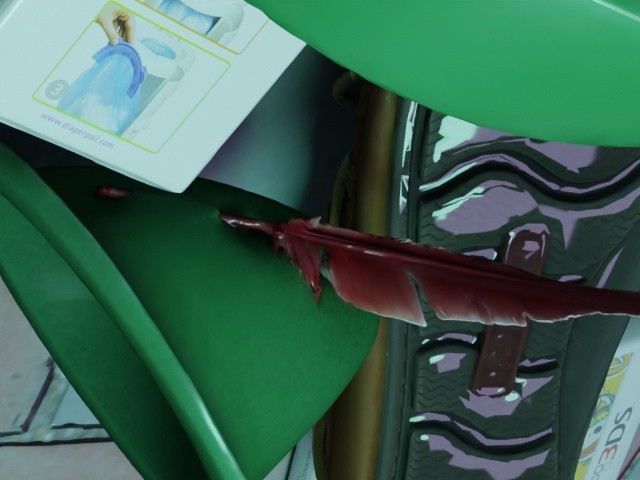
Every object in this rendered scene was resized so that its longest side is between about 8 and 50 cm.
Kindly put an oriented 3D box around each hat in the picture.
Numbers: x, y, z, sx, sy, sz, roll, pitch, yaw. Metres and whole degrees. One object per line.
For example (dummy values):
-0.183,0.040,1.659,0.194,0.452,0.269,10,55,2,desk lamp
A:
0.000,0.000,0.689,0.183,0.208,0.173,-35,176,-16,hat

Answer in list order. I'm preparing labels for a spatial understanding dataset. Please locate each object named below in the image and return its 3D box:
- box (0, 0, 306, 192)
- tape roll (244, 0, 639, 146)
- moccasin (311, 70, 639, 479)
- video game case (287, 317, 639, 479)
-0.036,-0.134,0.574,0.203,0.114,0.103,-48,142,14,box
0.069,-0.185,0.461,0.321,0.321,0.077,-12,175,-32,tape roll
0.067,-0.016,0.775,0.139,0.147,0.380,-6,122,-16,moccasin
0.073,0.142,1.036,0.227,0.026,0.206,-15,137,-30,video game case
